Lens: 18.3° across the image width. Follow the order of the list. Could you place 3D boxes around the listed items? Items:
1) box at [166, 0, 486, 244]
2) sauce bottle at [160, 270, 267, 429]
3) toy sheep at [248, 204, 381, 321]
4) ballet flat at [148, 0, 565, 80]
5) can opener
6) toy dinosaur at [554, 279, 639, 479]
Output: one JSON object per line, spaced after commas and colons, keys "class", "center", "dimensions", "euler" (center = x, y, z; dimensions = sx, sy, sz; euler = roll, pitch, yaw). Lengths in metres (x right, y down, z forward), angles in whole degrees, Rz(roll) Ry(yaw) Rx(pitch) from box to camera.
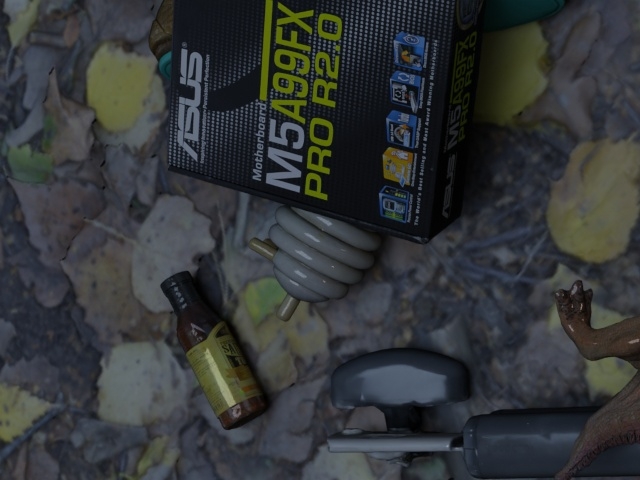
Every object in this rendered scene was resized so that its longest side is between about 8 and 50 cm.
{"class": "box", "center": [0.003, -0.152, 1.371], "dimensions": [0.216, 0.060, 0.270], "euler": [17, 117, 23]}
{"class": "sauce bottle", "center": [-0.086, 0.084, 1.547], "dimensions": [0.042, 0.042, 0.128], "euler": [-33, 78, 25]}
{"class": "toy sheep", "center": [0.000, 0.000, 1.476], "dimensions": [0.091, 0.091, 0.132], "euler": [32, 102, 24]}
{"class": "ballet flat", "center": [0.023, -0.202, 1.461], "dimensions": [0.342, 0.116, 0.124], "euler": [-10, 67, 32]}
{"class": "can opener", "center": [0.132, 0.120, 1.414], "dimensions": [0.283, 0.076, 0.095], "euler": [-5, 90, 27]}
{"class": "toy dinosaur", "center": [0.279, 0.072, 1.263], "dimensions": [0.295, 0.127, 0.200], "euler": [-37, 48, -3]}
